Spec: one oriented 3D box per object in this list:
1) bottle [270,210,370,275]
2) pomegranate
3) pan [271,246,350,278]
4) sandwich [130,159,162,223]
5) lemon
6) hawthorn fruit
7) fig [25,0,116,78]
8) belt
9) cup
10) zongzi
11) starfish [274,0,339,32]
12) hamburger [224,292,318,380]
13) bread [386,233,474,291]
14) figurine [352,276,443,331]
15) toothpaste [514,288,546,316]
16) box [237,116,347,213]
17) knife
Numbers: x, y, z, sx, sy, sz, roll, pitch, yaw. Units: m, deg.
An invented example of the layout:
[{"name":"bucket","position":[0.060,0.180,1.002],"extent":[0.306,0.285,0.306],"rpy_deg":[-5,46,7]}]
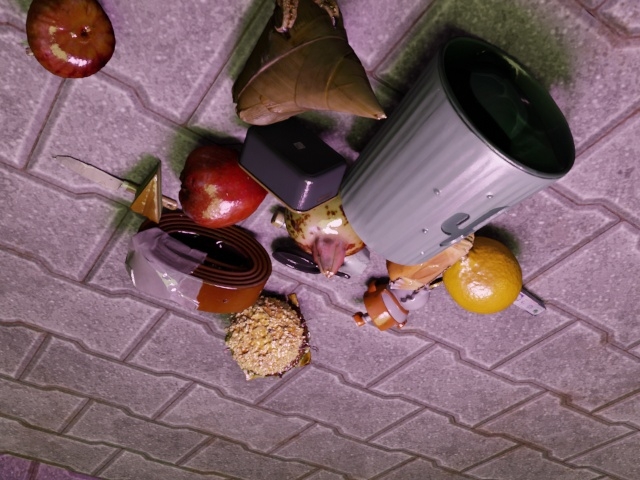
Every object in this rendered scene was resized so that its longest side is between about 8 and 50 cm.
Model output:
[{"name":"bottle","position":[0.000,0.000,1.571],"extent":[0.269,0.083,0.083],"rpy_deg":[29,131,-21]},{"name":"pomegranate","position":[0.024,-0.025,1.419],"extent":[0.214,0.248,0.214],"rpy_deg":[-1,144,-1]},{"name":"pan","position":[-0.019,0.060,1.601],"extent":[0.235,0.028,0.136],"rpy_deg":[12,162,36]},{"name":"sandwich","position":[-0.367,-0.111,1.453],"extent":[0.074,0.074,0.116],"rpy_deg":[32,118,-24]},{"name":"lemon","position":[0.398,0.085,1.577],"extent":[0.186,0.187,0.244],"rpy_deg":[-27,131,28]},{"name":"hawthorn fruit","position":[-0.205,-0.118,1.391],"extent":[0.202,0.185,0.185],"rpy_deg":[-5,141,-19]},{"name":"fig","position":[-0.447,-0.362,1.150],"extent":[0.149,0.148,0.202],"rpy_deg":[48,168,-6]},{"name":"belt","position":[-0.293,0.056,1.539],"extent":[0.338,0.217,0.122],"rpy_deg":[17,135,-14]},{"name":"cup","position":[0.285,-0.140,1.250],"extent":[0.400,0.310,0.392],"rpy_deg":[24,139,-20]},{"name":"zongzi","position":[-0.029,-0.248,1.151],"extent":[0.145,0.300,0.274],"rpy_deg":[-10,152,-41]},{"name":"starfish","position":[-0.042,-0.453,1.052],"extent":[0.057,0.213,0.238],"rpy_deg":[-16,99,56]},{"name":"hamburger","position":[-0.140,0.263,1.756],"extent":[0.261,0.243,0.139],"rpy_deg":[-19,168,4]},{"name":"bread","position":[0.255,0.013,1.531],"extent":[0.107,0.136,0.241],"rpy_deg":[22,137,-22]},{"name":"figurine","position":[0.213,0.163,1.704],"extent":[0.271,0.143,0.143],"rpy_deg":[-13,136,18]},{"name":"toothpaste","position":[0.540,0.148,1.746],"extent":[0.196,0.040,0.047],"rpy_deg":[30,126,-28]},{"name":"box","position":[-0.056,-0.161,1.297],"extent":[0.201,0.144,0.090],"rpy_deg":[42,136,21]},{"name":"knife","position":[-0.476,-0.131,1.488],"extent":[0.297,0.017,0.047],"rpy_deg":[24,137,-23]}]
